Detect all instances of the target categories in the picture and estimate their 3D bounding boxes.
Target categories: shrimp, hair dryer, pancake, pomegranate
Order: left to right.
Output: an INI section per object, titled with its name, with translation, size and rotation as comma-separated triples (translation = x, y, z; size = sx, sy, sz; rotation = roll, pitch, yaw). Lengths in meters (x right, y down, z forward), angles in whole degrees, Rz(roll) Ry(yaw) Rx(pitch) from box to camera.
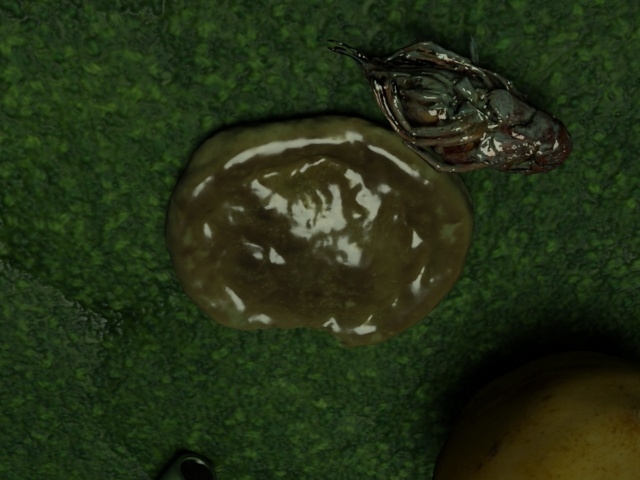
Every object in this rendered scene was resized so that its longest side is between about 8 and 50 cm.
[hair dryer]
translation = -0.088, 0.250, 0.969
size = 0.150, 0.047, 0.071
rotation = 22, 123, -28
[pancake]
translation = 0.000, 0.001, 0.794
size = 0.236, 0.042, 0.222
rotation = 25, 122, -17
[shrimp]
translation = 0.089, -0.095, 0.718
size = 0.190, 0.075, 0.073
rotation = 29, 151, -8
[pomegranate]
translation = 0.218, 0.216, 0.821
size = 0.264, 0.264, 0.264
rotation = -1, 124, -1
